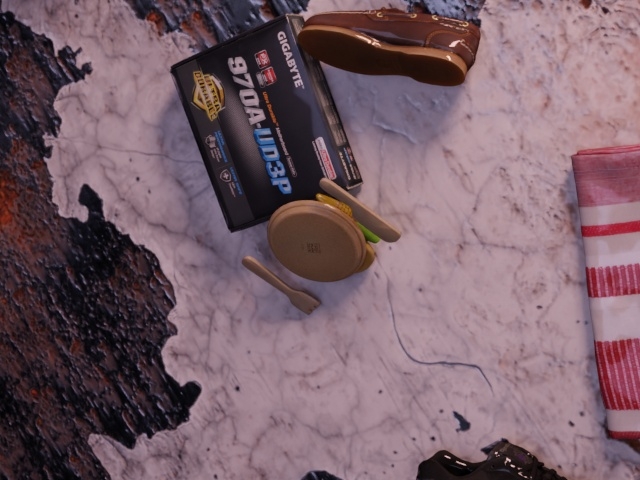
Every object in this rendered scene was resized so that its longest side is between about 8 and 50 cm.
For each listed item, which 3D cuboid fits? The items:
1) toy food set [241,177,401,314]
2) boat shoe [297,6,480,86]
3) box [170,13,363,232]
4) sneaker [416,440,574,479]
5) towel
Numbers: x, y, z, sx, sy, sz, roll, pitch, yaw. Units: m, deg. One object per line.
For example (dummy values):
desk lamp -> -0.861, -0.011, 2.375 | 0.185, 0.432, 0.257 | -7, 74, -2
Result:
toy food set -> 0.000, 0.000, 1.387 | 0.132, 0.038, 0.192 | 37, 130, -13
boat shoe -> 0.079, -0.228, 1.314 | 0.207, 0.073, 0.073 | 15, 65, 17
box -> -0.067, -0.139, 1.400 | 0.175, 0.051, 0.220 | -19, 92, 26
sneaker -> 0.238, 0.294, 1.323 | 0.283, 0.107, 0.124 | -5, 92, 25
towel -> 0.404, 0.054, 1.237 | 0.237, 0.037, 0.329 | -5, 98, 26
